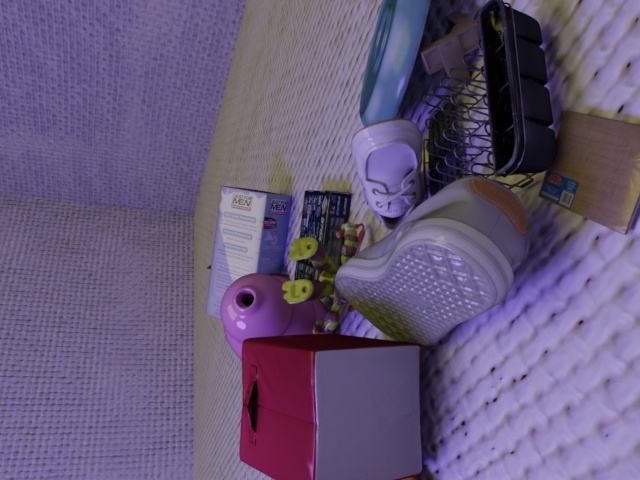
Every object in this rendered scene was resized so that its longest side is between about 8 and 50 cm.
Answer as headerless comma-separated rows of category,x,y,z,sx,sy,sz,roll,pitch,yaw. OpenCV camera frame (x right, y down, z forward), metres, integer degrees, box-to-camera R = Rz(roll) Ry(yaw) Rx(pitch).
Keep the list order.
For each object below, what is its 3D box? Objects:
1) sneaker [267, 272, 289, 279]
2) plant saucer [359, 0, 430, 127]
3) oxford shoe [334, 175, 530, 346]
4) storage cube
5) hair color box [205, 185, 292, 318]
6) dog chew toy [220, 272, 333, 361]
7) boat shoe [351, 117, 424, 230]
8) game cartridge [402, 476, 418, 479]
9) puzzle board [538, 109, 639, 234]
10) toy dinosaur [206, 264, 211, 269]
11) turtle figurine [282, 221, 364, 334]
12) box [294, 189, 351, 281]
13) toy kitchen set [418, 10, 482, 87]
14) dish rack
sneaker,-0.112,0.160,1.479,0.188,0.071,0.066,-109,31,-51
plant saucer,0.113,-0.317,0.906,0.317,0.043,0.318,-168,90,-86
oxford shoe,0.135,0.041,0.756,0.130,0.169,0.449,-51,0,-20
storage cube,0.014,0.232,0.805,0.193,0.214,0.184,-7,80,56
hair color box,-0.206,0.043,1.606,0.185,0.113,0.375,12,97,36
dog chew toy,-0.093,0.160,1.097,0.332,0.206,0.207,62,-157,-63
boat shoe,0.106,-0.081,0.811,0.277,0.098,0.096,52,-152,-71
game cartridge,0.035,0.455,0.736,0.323,0.053,0.285,-41,20,-6
puzzle board,0.272,-0.072,0.560,0.128,0.011,0.097,-128,46,-64
toy dinosaur,-0.246,0.020,1.804,0.322,0.164,0.219,-139,71,-82
turtle figurine,0.020,0.085,0.995,0.087,0.217,0.270,17,86,32
box,0.000,0.000,1.243,0.175,0.051,0.220,-167,83,-70
toy kitchen set,0.180,-0.266,0.803,0.068,0.083,0.075,58,-174,-36
dish rack,0.187,-0.137,0.721,0.271,0.074,0.208,138,136,-65
